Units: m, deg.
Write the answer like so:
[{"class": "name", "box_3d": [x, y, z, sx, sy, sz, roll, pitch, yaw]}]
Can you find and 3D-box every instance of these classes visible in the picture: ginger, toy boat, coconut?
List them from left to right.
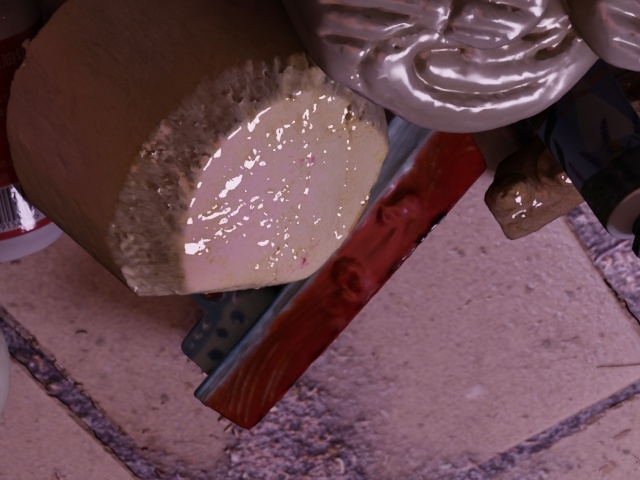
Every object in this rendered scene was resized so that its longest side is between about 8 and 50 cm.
[{"class": "coconut", "box_3d": [-0.099, -0.085, 0.836, 0.239, 0.244, 0.239, -29, 139, -29]}, {"class": "toy boat", "box_3d": [0.000, 0.000, 0.968, 0.133, 0.145, 0.332, 43, 111, 5]}, {"class": "ginger", "box_3d": [0.228, -0.083, 0.934, 0.213, 0.137, 0.074, -34, 91, 14]}]

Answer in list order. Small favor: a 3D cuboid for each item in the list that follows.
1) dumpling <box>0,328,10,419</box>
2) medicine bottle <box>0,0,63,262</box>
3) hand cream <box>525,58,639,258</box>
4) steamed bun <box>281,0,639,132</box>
[{"class": "dumpling", "box_3d": [-0.370, 0.109, 1.020, 0.179, 0.131, 0.252, 12, 141, 11]}, {"class": "medicine bottle", "box_3d": [-0.270, -0.114, 0.880, 0.131, 0.131, 0.250, -4, 119, -2]}, {"class": "hand cream", "box_3d": [0.190, -0.096, 0.854, 0.091, 0.271, 0.058, -35, 140, 15]}, {"class": "steamed bun", "box_3d": [0.105, -0.258, 0.756, 0.342, 0.255, 0.368, 8, 100, -13]}]
